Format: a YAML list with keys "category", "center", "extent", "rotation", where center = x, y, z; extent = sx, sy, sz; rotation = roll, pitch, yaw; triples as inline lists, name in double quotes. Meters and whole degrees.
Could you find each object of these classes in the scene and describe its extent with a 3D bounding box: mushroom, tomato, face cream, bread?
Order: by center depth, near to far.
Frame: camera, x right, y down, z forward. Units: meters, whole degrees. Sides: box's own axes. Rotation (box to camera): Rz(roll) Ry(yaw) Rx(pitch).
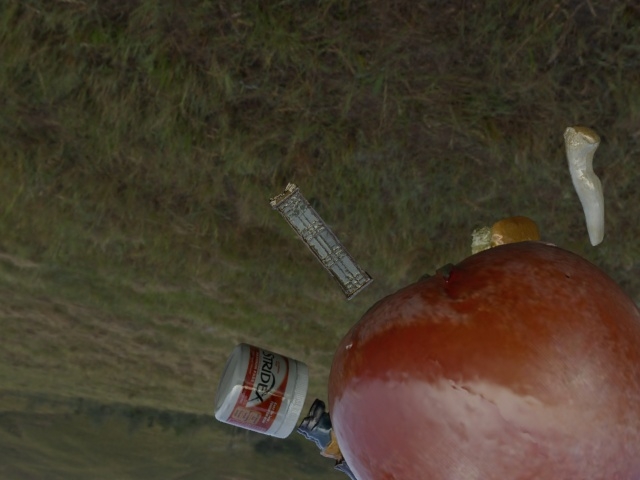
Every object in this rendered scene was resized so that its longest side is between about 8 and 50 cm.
- category: "tomato"
  center: [0.147, 0.133, 0.502]
  extent: [0.265, 0.264, 0.265]
  rotation: [13, 164, 4]
- category: "mushroom"
  center: [0.438, -0.090, 0.998]
  extent: [0.054, 0.202, 0.059]
  rotation: [-7, -166, 36]
- category: "bread"
  center: [0.396, 0.071, 1.294]
  extent: [0.121, 0.245, 0.174]
  rotation: [0, -177, 41]
- category: "face cream"
  center: [-0.152, 0.379, 1.556]
  extent: [0.187, 0.201, 0.201]
  rotation: [21, 163, -13]

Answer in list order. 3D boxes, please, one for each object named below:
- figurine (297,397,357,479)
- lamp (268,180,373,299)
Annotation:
- category: "figurine"
  center: [0.095, 0.539, 1.518]
  extent: [0.333, 0.204, 0.185]
  rotation: [18, 158, 1]
- category: "lamp"
  center: [0.000, 0.000, 1.570]
  extent: [0.325, 0.090, 0.089]
  rotation: [52, 180, -12]
